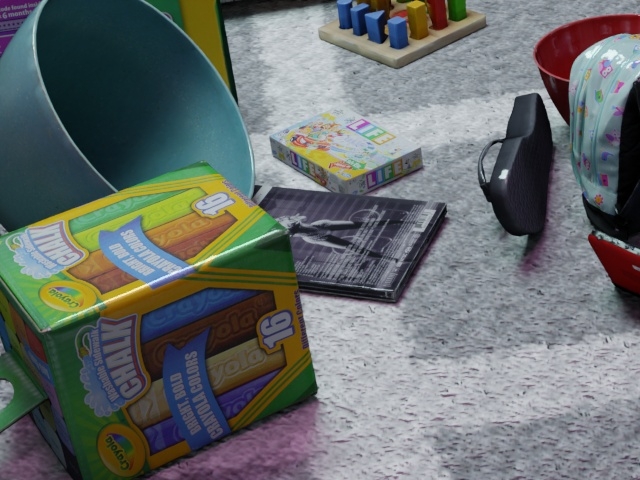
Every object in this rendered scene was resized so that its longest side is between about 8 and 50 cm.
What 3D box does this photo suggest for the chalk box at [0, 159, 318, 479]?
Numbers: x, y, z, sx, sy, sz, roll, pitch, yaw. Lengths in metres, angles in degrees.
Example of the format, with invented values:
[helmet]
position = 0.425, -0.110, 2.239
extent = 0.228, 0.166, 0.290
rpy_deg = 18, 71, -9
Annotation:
[chalk box]
position = -0.177, 0.081, 1.270
extent = 0.289, 0.179, 0.180
rpy_deg = -23, 34, -22

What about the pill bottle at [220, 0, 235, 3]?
[pill bottle]
position = -0.124, -0.447, 2.072
extent = 0.392, 0.224, 0.224
rpy_deg = -9, 31, -1

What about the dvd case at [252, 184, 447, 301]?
[dvd case]
position = 0.000, 0.000, 1.512
extent = 0.221, 0.018, 0.164
rpy_deg = 7, 36, 22

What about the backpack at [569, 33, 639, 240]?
[backpack]
position = 0.313, -0.111, 1.459
extent = 0.152, 0.182, 0.115
rpy_deg = -29, 37, -28

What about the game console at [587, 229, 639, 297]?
[game console]
position = 0.334, 0.023, 1.336
extent = 0.144, 0.124, 0.085
rpy_deg = 28, 73, 45

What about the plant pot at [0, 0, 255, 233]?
[plant pot]
position = -0.238, -0.091, 1.517
extent = 0.195, 0.290, 0.290
rpy_deg = -33, 19, 30

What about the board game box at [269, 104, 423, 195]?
[board game box]
position = 0.027, -0.101, 1.660
extent = 0.103, 0.026, 0.154
rpy_deg = -25, 35, -26

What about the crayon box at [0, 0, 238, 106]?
[crayon box]
position = -0.297, -0.257, 1.718
extent = 0.363, 0.313, 0.106
rpy_deg = -8, 31, 1

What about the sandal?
[sandal]
position = 0.199, -0.074, 1.525
extent = 0.054, 0.097, 0.254
rpy_deg = -11, 19, 19

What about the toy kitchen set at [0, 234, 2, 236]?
[toy kitchen set]
position = -0.344, -0.048, 1.617
extent = 0.166, 0.122, 0.207
rpy_deg = 18, 60, 36

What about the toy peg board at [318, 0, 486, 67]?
[toy peg board]
position = 0.102, -0.308, 1.928
extent = 0.161, 0.079, 0.161
rpy_deg = -28, 36, -29

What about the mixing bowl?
[mixing bowl]
position = 0.328, -0.168, 1.628
extent = 0.181, 0.098, 0.181
rpy_deg = -6, 31, 4
